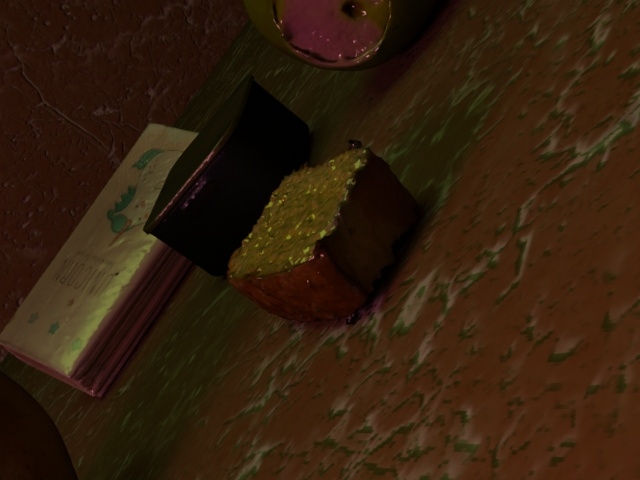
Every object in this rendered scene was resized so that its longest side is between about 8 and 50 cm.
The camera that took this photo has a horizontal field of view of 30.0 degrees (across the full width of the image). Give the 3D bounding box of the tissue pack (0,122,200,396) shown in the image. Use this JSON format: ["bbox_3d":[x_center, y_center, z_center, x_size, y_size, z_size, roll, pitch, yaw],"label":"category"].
[{"bbox_3d":[-0.221,0.015,1.370,0.170,0.071,0.325,15,65,43],"label":"tissue pack"}]

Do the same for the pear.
[{"bbox_3d":[0.019,-0.255,1.089,0.187,0.187,0.219,-45,17,31],"label":"pear"}]

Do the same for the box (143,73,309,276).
[{"bbox_3d":[-0.085,-0.064,1.172,0.144,0.090,0.201,-49,13,19],"label":"box"}]

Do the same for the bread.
[{"bbox_3d":[0.000,0.000,0.755,0.103,0.065,0.187,-55,11,-18],"label":"bread"}]

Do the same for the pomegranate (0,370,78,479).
[{"bbox_3d":[-0.296,0.198,0.843,0.264,0.264,0.264,-49,13,16],"label":"pomegranate"}]
